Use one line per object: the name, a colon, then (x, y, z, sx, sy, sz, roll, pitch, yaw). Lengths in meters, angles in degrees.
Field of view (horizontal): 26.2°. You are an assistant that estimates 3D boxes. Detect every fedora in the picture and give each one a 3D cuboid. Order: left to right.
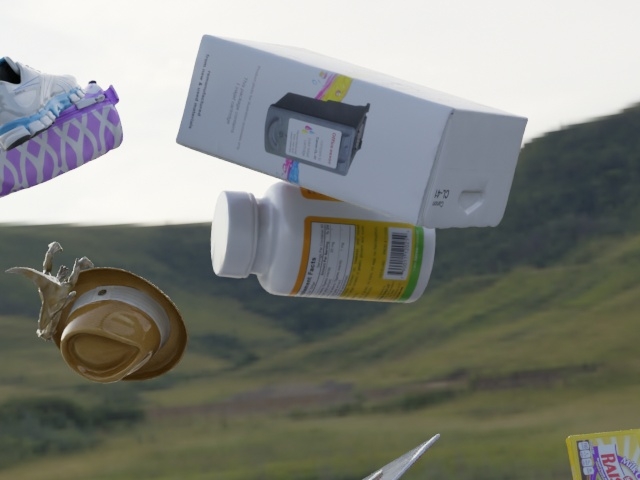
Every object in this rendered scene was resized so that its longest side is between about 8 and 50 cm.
fedora: (-0.270, 0.126, 1.768, 0.194, 0.194, 0.079, -8, 30, 18)

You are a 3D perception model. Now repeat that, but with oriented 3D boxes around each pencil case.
pencil case: (-0.317, -0.110, 1.548, 0.206, 0.086, 0.088, -29, -10, -30)

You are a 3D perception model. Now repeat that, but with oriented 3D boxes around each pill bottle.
pill bottle: (0.000, 0.000, 1.630, 0.245, 0.136, 0.136, 4, -11, -16)

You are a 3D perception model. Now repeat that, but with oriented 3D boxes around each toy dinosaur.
toy dinosaur: (-0.294, 0.053, 1.521, 0.053, 0.093, 0.183, 18, -28, 8)

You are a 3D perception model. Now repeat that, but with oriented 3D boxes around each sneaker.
sneaker: (-0.305, -0.161, 1.447, 0.071, 0.083, 0.191, -26, 15, 12)

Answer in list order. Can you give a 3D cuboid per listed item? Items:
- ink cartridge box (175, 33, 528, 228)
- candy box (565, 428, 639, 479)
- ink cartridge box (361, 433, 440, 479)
ink cartridge box: (0.036, -0.119, 1.477, 0.306, 0.131, 0.226, 19, 11, 27)
candy box: (0.407, 0.364, 1.887, 0.105, 0.206, 0.027, -4, -24, -7)
ink cartridge box: (0.008, 0.341, 1.456, 0.261, 0.066, 0.296, -39, -5, -27)
